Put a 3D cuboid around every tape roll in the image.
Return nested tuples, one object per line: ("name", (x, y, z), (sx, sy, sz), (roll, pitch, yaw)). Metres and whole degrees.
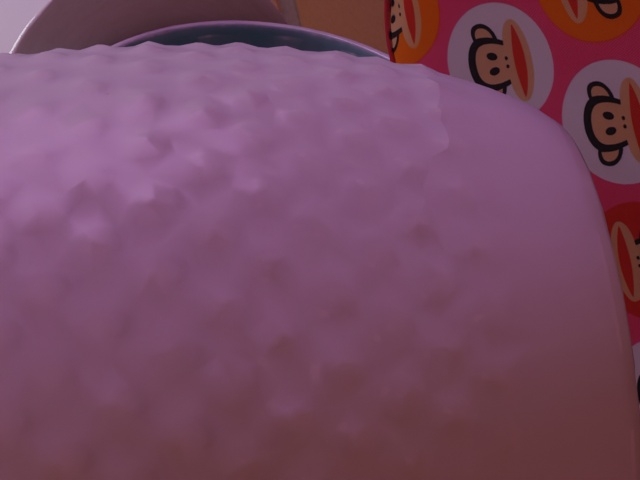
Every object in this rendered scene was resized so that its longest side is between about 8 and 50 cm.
("tape roll", (-0.147, -0.088, 1.200), (0.286, 0.286, 0.100), (-19, 22, -29))

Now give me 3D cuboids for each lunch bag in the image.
("lunch bag", (0.171, -0.038, 0.767), (0.120, 0.293, 0.258), (-23, 17, -39))

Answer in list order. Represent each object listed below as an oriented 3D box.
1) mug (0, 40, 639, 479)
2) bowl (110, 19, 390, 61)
("mug", (-0.056, 0.076, 0.628), (0.328, 0.276, 0.374), (-9, -22, 0))
("bowl", (-0.044, -0.004, 1.074), (0.312, 0.163, 0.311), (6, 39, -5))
